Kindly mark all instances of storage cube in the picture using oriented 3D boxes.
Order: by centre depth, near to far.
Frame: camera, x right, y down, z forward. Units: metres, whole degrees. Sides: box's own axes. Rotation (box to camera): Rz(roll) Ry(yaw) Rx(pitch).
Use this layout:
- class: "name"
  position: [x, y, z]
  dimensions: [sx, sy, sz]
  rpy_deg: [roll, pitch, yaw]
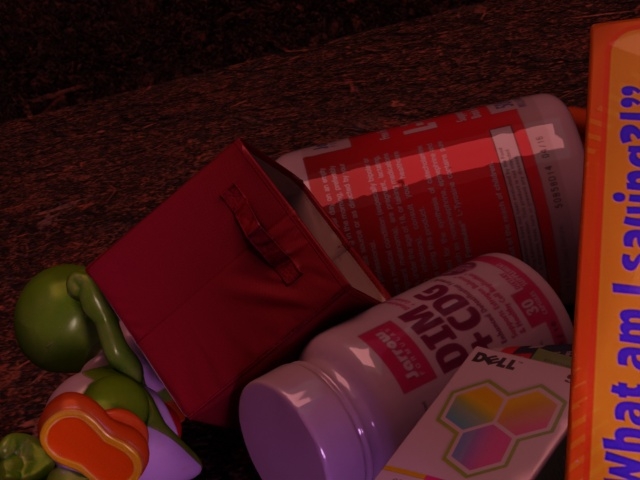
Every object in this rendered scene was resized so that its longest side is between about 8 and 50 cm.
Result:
- class: "storage cube"
  position: [-0.069, 0.048, 1.697]
  dimensions: [0.193, 0.183, 0.215]
  rpy_deg: [-40, -19, 8]

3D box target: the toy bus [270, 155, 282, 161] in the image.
- class: "toy bus"
  position: [0.008, -0.046, 2.249]
  dimensions: [0.220, 0.149, 0.211]
  rpy_deg: [-10, 5, 17]

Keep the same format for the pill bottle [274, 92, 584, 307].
- class: "pill bottle"
  position: [0.078, -0.004, 1.909]
  dimensions: [0.408, 0.229, 0.229]
  rpy_deg: [-13, 18, -1]

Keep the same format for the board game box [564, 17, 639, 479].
- class: "board game box"
  position: [0.355, 0.100, 0.992]
  dimensions: [0.356, 0.356, 0.356]
  rpy_deg: [-5, 59, 23]

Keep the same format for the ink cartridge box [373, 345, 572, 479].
- class: "ink cartridge box"
  position: [0.133, 0.134, 1.234]
  dimensions: [0.109, 0.062, 0.209]
  rpy_deg: [12, 48, 40]

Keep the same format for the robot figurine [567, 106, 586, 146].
- class: "robot figurine"
  position: [0.330, -0.075, 2.034]
  dimensions: [0.128, 0.158, 0.219]
  rpy_deg: [-10, 8, -36]

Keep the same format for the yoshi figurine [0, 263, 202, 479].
- class: "yoshi figurine"
  position: [-0.235, 0.136, 1.726]
  dimensions: [0.204, 0.203, 0.362]
  rpy_deg: [-17, 21, 9]

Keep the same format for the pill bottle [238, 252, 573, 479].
- class: "pill bottle"
  position: [0.079, 0.132, 1.619]
  dimensions: [0.283, 0.160, 0.160]
  rpy_deg: [-25, 21, -30]

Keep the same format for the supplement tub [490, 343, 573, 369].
- class: "supplement tub"
  position: [0.245, 0.168, 1.348]
  dimensions: [0.272, 0.191, 0.191]
  rpy_deg: [-5, 20, 25]
